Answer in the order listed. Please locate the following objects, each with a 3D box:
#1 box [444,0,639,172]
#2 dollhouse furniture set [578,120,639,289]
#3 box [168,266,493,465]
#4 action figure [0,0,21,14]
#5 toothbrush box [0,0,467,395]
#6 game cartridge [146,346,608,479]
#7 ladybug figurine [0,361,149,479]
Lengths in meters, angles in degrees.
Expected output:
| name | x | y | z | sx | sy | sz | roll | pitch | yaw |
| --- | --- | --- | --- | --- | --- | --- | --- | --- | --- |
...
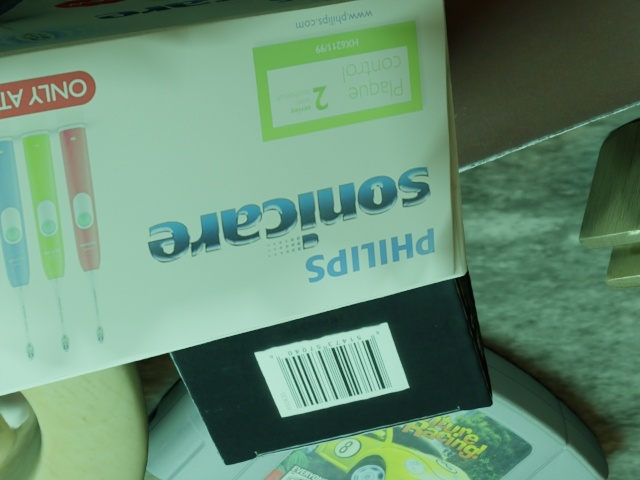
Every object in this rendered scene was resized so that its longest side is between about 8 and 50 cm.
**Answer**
| name | x | y | z | sx | sy | sz | roll | pitch | yaw |
| --- | --- | --- | --- | --- | --- | --- | --- | --- | --- |
| box | 0.073 | -0.171 | 0.749 | 0.167 | 0.168 | 0.203 | -21 | 128 | 12 |
| dollhouse furniture set | 0.311 | -0.010 | 0.956 | 0.242 | 0.161 | 0.212 | -10 | 134 | 34 |
| box | 0.000 | 0.000 | 0.866 | 0.153 | 0.207 | 0.108 | -13 | 131 | 9 |
| action figure | -0.180 | -0.240 | 0.644 | 0.178 | 0.341 | 0.330 | -33 | 149 | -31 |
| toothbrush box | -0.101 | -0.045 | 0.668 | 0.206 | 0.283 | 0.122 | -13 | 108 | -25 |
| game cartridge | 0.047 | 0.142 | 1.096 | 0.294 | 0.060 | 0.196 | 27 | 120 | -24 |
| ladybug figurine | -0.284 | 0.033 | 0.904 | 0.305 | 0.162 | 0.449 | -28 | 127 | 18 |
